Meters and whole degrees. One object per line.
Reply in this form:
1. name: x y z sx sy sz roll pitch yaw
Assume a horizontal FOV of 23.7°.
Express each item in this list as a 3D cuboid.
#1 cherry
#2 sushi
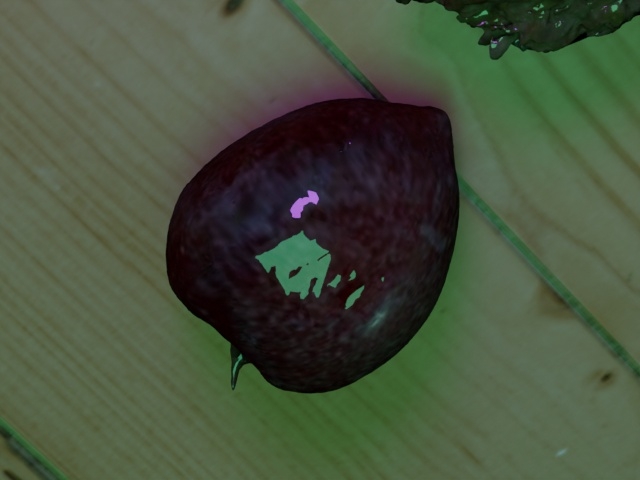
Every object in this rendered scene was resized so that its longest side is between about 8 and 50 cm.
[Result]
1. cherry: 0.000 0.000 1.288 0.230 0.203 0.300 42 98 -9
2. sushi: 0.173 -0.242 1.148 0.225 0.219 0.238 28 113 -1
